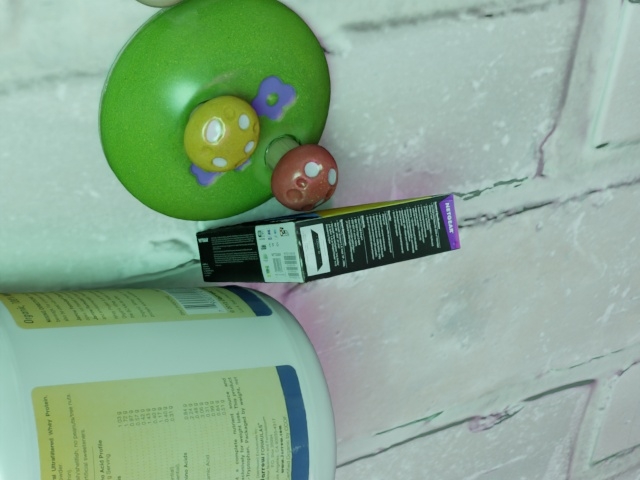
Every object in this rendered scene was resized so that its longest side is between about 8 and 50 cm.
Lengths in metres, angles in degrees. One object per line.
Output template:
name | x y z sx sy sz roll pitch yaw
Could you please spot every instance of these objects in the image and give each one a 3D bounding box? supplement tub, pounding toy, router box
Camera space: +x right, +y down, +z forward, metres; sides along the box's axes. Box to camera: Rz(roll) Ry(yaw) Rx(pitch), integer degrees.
supplement tub | -0.173 0.148 0.727 0.316 0.228 0.228 0 121 -34
pounding toy | -0.051 -0.097 0.717 0.183 0.110 0.237 -13 128 -27
router box | 0.000 0.000 0.779 0.133 0.179 0.046 -11 93 -29
